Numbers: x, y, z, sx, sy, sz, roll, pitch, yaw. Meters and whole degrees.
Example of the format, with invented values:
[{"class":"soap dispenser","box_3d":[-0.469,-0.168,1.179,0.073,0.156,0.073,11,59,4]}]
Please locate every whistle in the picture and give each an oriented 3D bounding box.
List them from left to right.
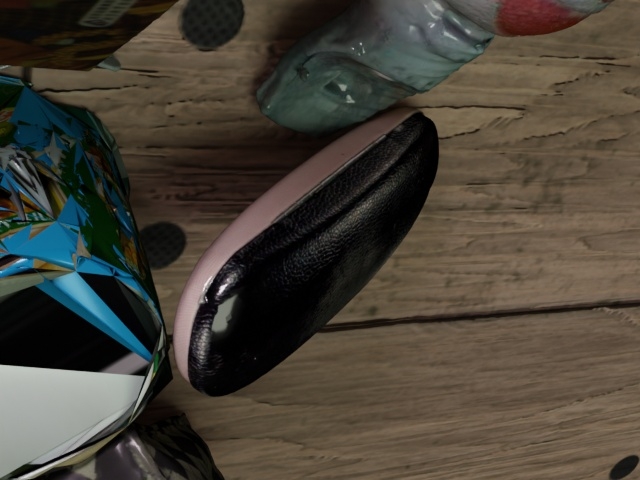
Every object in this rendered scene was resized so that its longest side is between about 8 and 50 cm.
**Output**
[{"class":"whistle","box_3d":[0.091,-0.173,0.713,0.189,0.189,0.348,17,131,-39]}]

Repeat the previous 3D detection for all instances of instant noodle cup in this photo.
[{"class":"instant noodle cup","box_3d":[-0.212,0.033,0.696,0.240,0.178,0.240,-16,132,-18]}]

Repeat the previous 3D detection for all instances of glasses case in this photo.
[{"class":"glasses case","box_3d":[0.000,0.000,0.784,0.314,0.075,0.122,-41,152,-44]}]

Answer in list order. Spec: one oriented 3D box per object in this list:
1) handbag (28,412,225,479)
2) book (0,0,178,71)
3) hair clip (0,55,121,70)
[{"class":"handbag","box_3d":[-0.264,0.295,0.838,0.416,0.180,0.317,-33,177,-4]},{"class":"book","box_3d":[-0.271,-0.131,0.455,0.428,0.300,0.039,0,87,-26]},{"class":"hair clip","box_3d":[-0.180,-0.119,0.691,0.115,0.030,0.039,-14,134,-20]}]
